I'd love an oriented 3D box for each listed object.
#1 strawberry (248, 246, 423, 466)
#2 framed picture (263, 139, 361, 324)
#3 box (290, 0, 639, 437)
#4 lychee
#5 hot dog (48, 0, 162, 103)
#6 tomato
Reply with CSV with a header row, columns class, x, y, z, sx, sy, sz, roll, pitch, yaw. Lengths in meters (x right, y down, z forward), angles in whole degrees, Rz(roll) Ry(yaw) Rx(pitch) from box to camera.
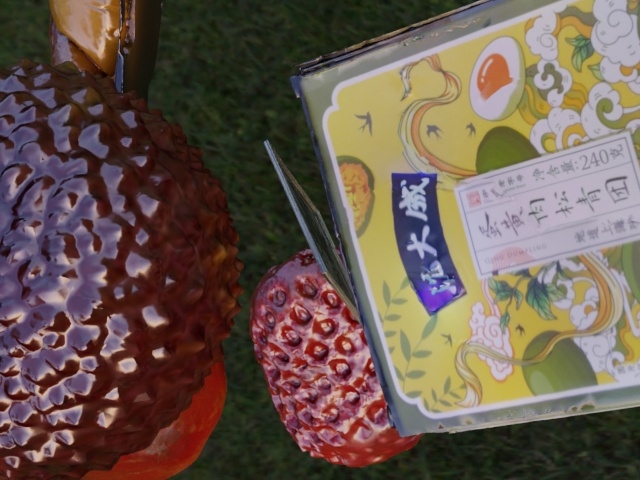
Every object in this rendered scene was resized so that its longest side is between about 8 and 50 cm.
class,x,y,z,sx,sy,sz,roll,pitch,yaw
strawberry,0.043,0.153,1.769,0.318,0.345,0.295,-17,54,23
framed picture,0.000,0.000,1.513,0.010,0.173,0.231,-30,51,6
box,0.213,-0.038,1.103,0.420,0.138,0.373,-14,93,35
lychee,-0.184,0.023,0.789,0.276,0.304,0.275,-4,79,20
hot dog,-0.229,-0.257,1.247,0.107,0.194,0.326,3,65,3
tomato,-0.209,0.199,1.418,0.233,0.200,0.139,-55,36,7
